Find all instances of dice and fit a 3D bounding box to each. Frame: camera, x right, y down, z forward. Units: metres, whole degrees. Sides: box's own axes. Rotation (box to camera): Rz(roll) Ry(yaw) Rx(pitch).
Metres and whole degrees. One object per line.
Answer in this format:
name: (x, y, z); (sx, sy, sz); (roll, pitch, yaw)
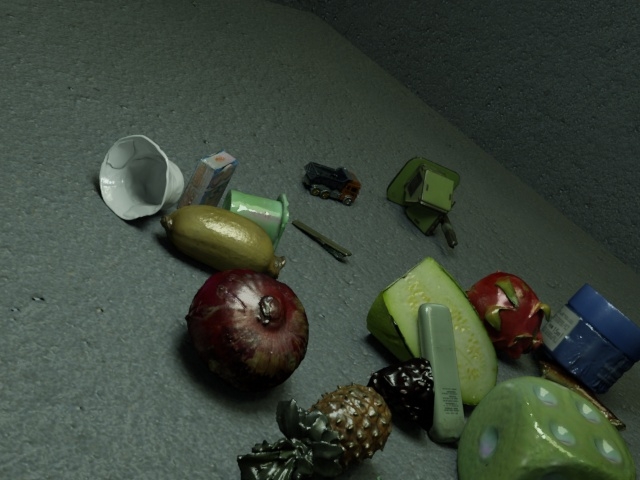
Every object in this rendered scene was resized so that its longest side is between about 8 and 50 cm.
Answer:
dice: (0.434, 0.440, 1.407); (0.249, 0.254, 0.252); (26, 26, -12)

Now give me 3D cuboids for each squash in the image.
squash: (0.288, 0.234, 1.662); (0.309, 0.210, 0.233); (40, 50, 25)

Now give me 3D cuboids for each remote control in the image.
remote control: (0.266, 0.286, 1.569); (0.090, 0.038, 0.310); (8, 66, -27)

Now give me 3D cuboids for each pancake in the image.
pancake: (0.675, 0.418, 1.917); (0.257, 0.056, 0.212); (19, 29, -24)

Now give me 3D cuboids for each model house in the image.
model house: (0.361, -0.105, 2.346); (0.218, 0.205, 0.279); (19, 37, -21)

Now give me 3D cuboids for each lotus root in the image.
lotus root: (-0.213, -0.001, 1.614); (0.303, 0.131, 0.146); (24, 29, -16)

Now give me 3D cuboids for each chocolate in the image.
chocolate: (0.162, 0.318, 1.503); (0.133, 0.156, 0.156); (1, 31, -2)

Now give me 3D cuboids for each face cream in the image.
face cream: (0.778, 0.282, 2.026); (0.249, 0.225, 0.249); (38, 13, -10)

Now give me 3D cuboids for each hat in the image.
hat: (-0.396, -0.138, 1.640); (0.203, 0.203, 0.126); (42, 13, 19)

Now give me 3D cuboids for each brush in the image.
brush: (0.000, 0.000, 1.959); (0.190, 0.028, 0.034); (32, 22, 17)

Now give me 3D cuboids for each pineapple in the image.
pineapple: (-0.010, 0.347, 1.239); (0.310, 0.141, 0.170); (-16, 81, -47)

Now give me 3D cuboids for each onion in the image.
onion: (-0.133, 0.166, 1.354); (0.246, 0.190, 0.246); (23, 45, -26)

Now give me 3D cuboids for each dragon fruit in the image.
dragon fruit: (0.503, 0.203, 1.949); (0.224, 0.224, 0.227); (12, 35, -34)

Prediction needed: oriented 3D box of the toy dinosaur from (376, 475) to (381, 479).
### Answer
toy dinosaur: (0.117, 0.463, 1.298); (0.083, 0.021, 0.062); (4, 51, -45)

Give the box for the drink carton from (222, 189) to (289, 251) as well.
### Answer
drink carton: (-0.170, -0.056, 1.758); (0.142, 0.146, 0.144); (13, 30, -16)

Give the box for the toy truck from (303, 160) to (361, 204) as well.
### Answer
toy truck: (0.035, -0.182, 2.224); (0.192, 0.092, 0.083); (15, 30, -31)

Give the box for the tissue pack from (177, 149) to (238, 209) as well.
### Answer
tissue pack: (-0.278, -0.139, 1.755); (0.065, 0.155, 0.115); (34, 27, 8)
